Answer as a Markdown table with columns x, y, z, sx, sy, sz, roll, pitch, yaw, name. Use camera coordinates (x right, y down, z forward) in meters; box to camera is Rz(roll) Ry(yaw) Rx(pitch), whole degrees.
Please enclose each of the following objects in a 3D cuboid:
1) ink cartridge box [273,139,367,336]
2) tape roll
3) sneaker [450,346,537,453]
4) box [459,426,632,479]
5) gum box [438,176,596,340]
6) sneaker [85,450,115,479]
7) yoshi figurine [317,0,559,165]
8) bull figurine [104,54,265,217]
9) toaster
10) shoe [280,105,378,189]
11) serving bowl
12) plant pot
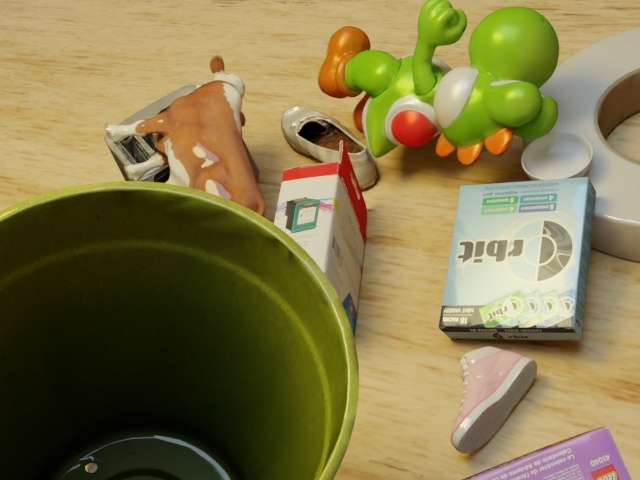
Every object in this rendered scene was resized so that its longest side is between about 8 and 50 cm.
| x | y | z | sx | sy | sz | roll | pitch | yaw | name |
| --- | --- | --- | --- | --- | --- | --- | --- | --- | --- |
| 0.000 | 0.000 | 1.192 | 0.078 | 0.134 | 0.231 | -7 | 45 | 16 | ink cartridge box |
| 0.449 | -0.133 | 1.196 | 0.392 | 0.072 | 0.392 | -11 | 44 | 11 | tape roll |
| 0.166 | 0.165 | 1.030 | 0.070 | 0.051 | 0.134 | 24 | 56 | 39 | sneaker |
| 0.110 | 0.250 | 0.854 | 0.293 | 0.201 | 0.057 | -21 | 75 | -3 | box |
| 0.226 | 0.021 | 1.102 | 0.157 | 0.041 | 0.184 | -3 | 62 | 31 | gum box |
| -0.325 | 0.260 | 1.101 | 0.128 | 0.087 | 0.221 | -39 | 45 | -19 | sneaker |
| 0.173 | -0.219 | 1.253 | 0.204 | 0.203 | 0.362 | -19 | 22 | -33 | yoshi figurine |
| -0.167 | -0.111 | 1.247 | 0.188 | 0.101 | 0.310 | -21 | 47 | 1 | bull figurine |
| -0.206 | -0.126 | 1.411 | 0.168 | 0.110 | 0.185 | -32 | 45 | -12 | toaster |
| 0.009 | -0.149 | 1.387 | 0.076 | 0.058 | 0.219 | -35 | 46 | -13 | shoe |
| 0.283 | -0.092 | 1.150 | 0.083 | 0.027 | 0.083 | -11 | 45 | 12 | serving bowl |
| -0.172 | 0.199 | 0.871 | 0.367 | 0.353 | 0.366 | 4 | 52 | -5 | plant pot |
